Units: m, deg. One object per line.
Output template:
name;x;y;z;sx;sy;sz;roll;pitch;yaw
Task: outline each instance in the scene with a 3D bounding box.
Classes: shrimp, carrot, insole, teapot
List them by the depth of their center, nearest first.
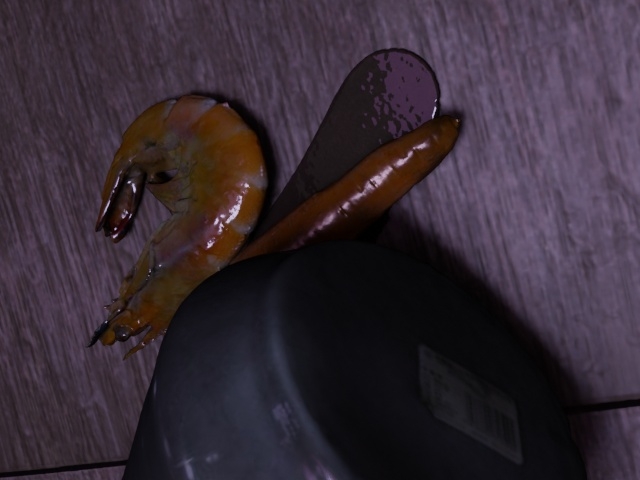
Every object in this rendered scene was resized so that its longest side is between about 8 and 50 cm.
teapot;0.002;0.220;0.591;0.376;0.305;0.361;31;123;-17
carrot;0.022;-0.024;0.626;0.210;0.061;0.061;-41;84;20
insole;0.000;0.000;0.672;0.111;0.007;0.327;30;110;13
shrimp;-0.134;-0.008;0.698;0.150;0.068;0.248;38;107;24
